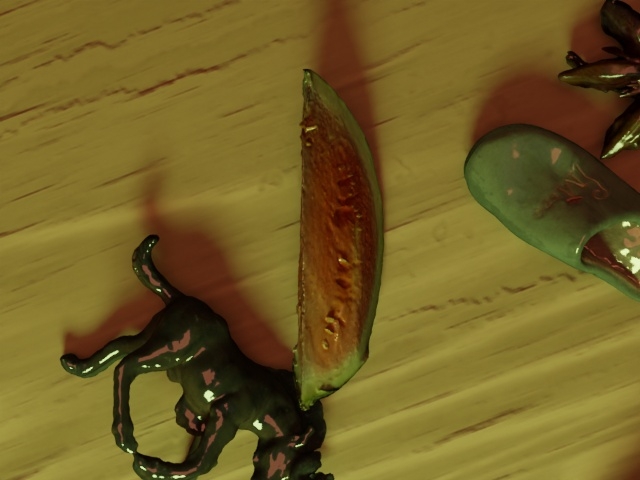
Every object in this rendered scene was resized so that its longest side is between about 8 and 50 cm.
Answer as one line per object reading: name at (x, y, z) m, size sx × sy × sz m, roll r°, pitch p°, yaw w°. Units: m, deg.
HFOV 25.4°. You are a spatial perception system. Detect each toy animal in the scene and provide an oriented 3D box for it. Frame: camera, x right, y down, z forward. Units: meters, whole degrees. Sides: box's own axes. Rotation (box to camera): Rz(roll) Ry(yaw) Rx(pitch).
toy animal at (-0.093, 0.115, 1.087) m, size 0.148 × 0.084 × 0.233 m, roll -36°, pitch 87°, yaw -9°

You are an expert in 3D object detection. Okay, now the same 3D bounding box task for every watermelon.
watermelon at (0.005, 0.000, 1.052) m, size 0.063 × 0.119 × 0.245 m, roll 3°, pitch 90°, yaw 14°

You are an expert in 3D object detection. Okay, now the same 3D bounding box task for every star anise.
star anise at (0.266, -0.124, 1.069) m, size 0.168 × 0.057 × 0.168 m, roll 0°, pitch 90°, yaw 4°

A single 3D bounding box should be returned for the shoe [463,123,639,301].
shoe at (0.197, -0.016, 1.058) m, size 0.195 × 0.078 × 0.079 m, roll 32°, pitch 107°, yaw -3°
